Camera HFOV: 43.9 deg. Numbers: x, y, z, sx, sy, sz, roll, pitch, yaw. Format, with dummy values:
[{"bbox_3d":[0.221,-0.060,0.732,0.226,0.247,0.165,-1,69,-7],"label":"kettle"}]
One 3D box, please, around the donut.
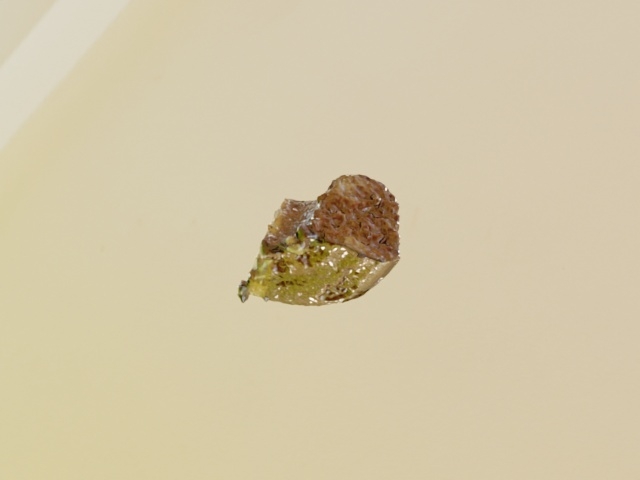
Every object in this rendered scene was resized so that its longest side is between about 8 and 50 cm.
[{"bbox_3d":[0.000,0.006,0.940,0.186,0.144,0.126,128,-21,-56],"label":"donut"}]
